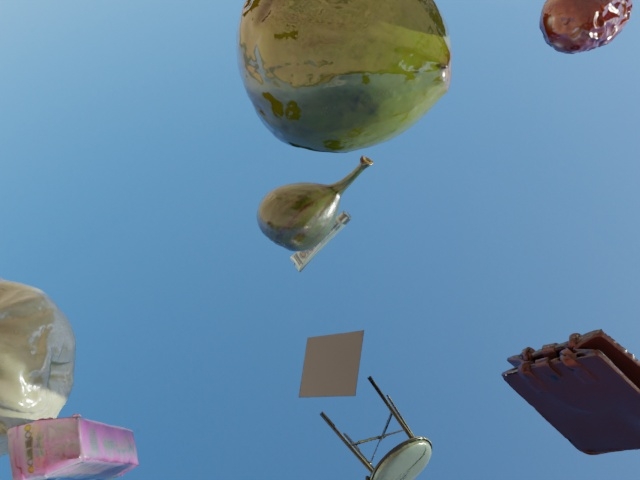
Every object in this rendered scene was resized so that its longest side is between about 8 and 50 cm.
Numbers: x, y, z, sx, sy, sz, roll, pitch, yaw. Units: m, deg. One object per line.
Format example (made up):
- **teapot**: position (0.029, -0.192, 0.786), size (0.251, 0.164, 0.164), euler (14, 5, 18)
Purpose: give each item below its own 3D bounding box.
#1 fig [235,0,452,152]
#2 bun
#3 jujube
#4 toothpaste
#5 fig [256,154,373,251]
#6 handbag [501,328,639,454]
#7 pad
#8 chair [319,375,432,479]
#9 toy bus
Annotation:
- **fig**: position (0.046, -0.292, 1.138), size (0.343, 0.343, 0.343), euler (-14, -144, 10)
- **bun**: position (-0.607, 0.217, 1.226), size (0.359, 0.360, 0.211), euler (-24, 176, -4)
- **jujube**: position (0.385, -0.332, 1.057), size (0.176, 0.109, 0.112), euler (-29, 168, -46)
- **toothpaste**: position (0.000, 0.000, 2.199), size (0.239, 0.039, 0.062), euler (-44, -115, 16)
- **fig**: position (-0.008, -0.092, 1.449), size (0.259, 0.151, 0.151), euler (-43, -145, 8)
- **handbag**: position (0.519, 0.293, 1.363), size (0.260, 0.275, 0.084), euler (-32, -160, 56)
- **pad**: position (0.019, 0.247, 1.425), size (0.190, 0.004, 0.127), euler (-17, -122, 52)
- **chair**: position (0.146, 0.439, 1.378), size (0.170, 0.160, 0.326), euler (-39, -132, -2)
- **toy bus**: position (-0.382, 0.331, 1.131), size (0.112, 0.274, 0.090), euler (-16, -109, -1)
